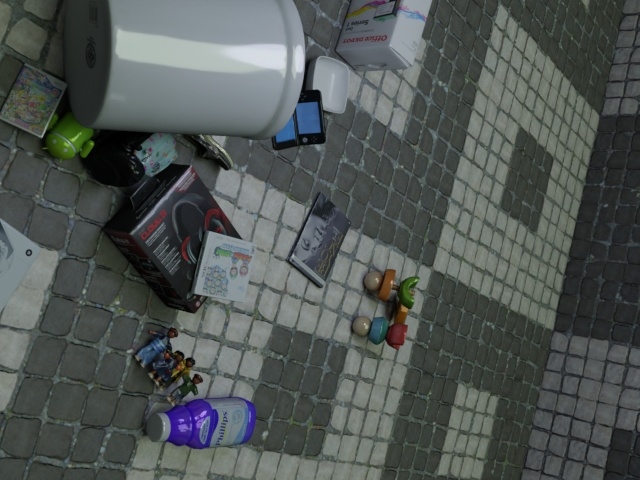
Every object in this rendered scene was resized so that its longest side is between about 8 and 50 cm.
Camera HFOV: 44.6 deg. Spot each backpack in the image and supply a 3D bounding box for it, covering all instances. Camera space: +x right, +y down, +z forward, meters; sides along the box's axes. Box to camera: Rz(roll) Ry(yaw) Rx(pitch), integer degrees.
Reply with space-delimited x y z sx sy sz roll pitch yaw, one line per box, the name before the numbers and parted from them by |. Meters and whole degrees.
backpack | -0.387 -0.187 1.648 0.182 0.152 0.115 -51 136 -46

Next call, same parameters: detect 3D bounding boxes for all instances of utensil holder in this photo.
utensil holder | -0.278 -0.365 1.552 0.385 0.327 0.328 -4 99 -33

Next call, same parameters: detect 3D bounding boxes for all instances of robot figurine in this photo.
robot figurine | -0.501 -0.209 1.558 0.101 0.067 0.115 39 64 -13

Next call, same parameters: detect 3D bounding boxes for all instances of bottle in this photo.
bottle | -0.282 0.438 1.870 0.283 0.092 0.118 10 92 -48

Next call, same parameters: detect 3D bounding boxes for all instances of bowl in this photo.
bowl | 0.012 -0.420 2.112 0.142 0.053 0.142 6 91 -48

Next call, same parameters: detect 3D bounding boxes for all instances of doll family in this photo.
doll family | -0.342 0.285 1.796 0.111 0.076 0.193 -38 129 -16

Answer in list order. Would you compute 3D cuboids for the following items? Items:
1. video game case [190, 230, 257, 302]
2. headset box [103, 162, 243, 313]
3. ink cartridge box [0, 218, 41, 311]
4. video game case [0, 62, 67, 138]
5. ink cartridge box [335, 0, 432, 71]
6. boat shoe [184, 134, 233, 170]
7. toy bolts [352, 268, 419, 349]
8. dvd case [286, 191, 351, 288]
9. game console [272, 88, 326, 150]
video game case | -0.218 0.062 1.782 0.157 0.019 0.143 17 84 -50
headset box | -0.325 -0.015 1.748 0.218 0.110 0.293 -53 131 -29
ink cartridge box | -0.660 0.045 1.433 0.224 0.045 0.223 45 63 -41
video game case | -0.554 -0.269 1.508 0.087 0.011 0.122 26 74 -21
ink cartridge box | 0.183 -0.622 2.162 0.117 0.201 0.278 28 75 -45
boat shoe | -0.266 -0.214 1.835 0.152 0.056 0.049 48 65 -29
toy bolts | 0.187 0.215 2.373 0.218 0.158 0.228 103 3 -65
dvd case | 0.000 0.000 2.182 0.164 0.018 0.221 43 64 -42
game console | -0.059 -0.313 2.028 0.085 0.124 0.144 -47 133 -68
